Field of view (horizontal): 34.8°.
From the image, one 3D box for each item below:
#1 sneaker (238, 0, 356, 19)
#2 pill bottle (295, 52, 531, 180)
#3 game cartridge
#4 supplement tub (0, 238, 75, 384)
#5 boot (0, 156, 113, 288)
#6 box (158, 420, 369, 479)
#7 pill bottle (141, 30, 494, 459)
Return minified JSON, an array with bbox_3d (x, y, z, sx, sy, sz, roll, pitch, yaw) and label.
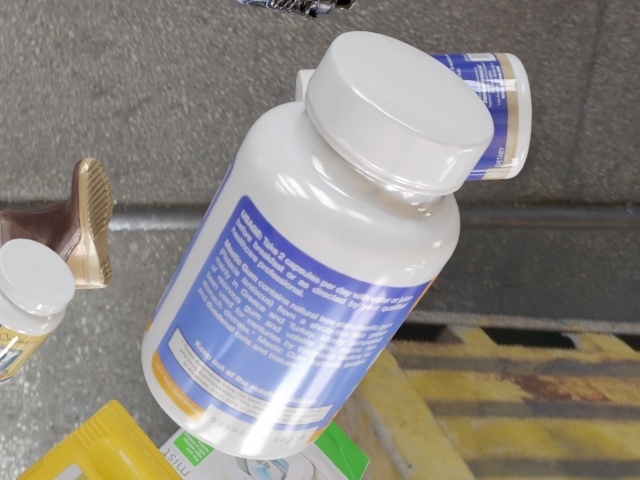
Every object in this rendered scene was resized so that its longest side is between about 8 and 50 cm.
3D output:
[{"bbox_3d":[-0.034,-0.382,1.558,0.232,0.090,0.081,-24,162,-44],"label":"sneaker"},{"bbox_3d":[0.106,-0.145,1.222,0.264,0.153,0.153,-2,113,-5],"label":"pill bottle"},{"bbox_3d":[-0.331,0.436,1.494,0.323,0.052,0.285,-40,89,14],"label":"game cartridge"},{"bbox_3d":[-0.464,0.106,1.495,0.144,0.144,0.199,32,119,-24],"label":"supplement tub"},{"bbox_3d":[-0.460,-0.034,1.738,0.206,0.090,0.248,10,116,17],"label":"boot"},{"bbox_3d":[-0.095,0.358,1.687,0.231,0.127,0.262,-43,88,16],"label":"box"},{"bbox_3d":[-0.003,0.006,0.673,0.152,0.152,0.272,18,125,-21],"label":"pill bottle"}]
